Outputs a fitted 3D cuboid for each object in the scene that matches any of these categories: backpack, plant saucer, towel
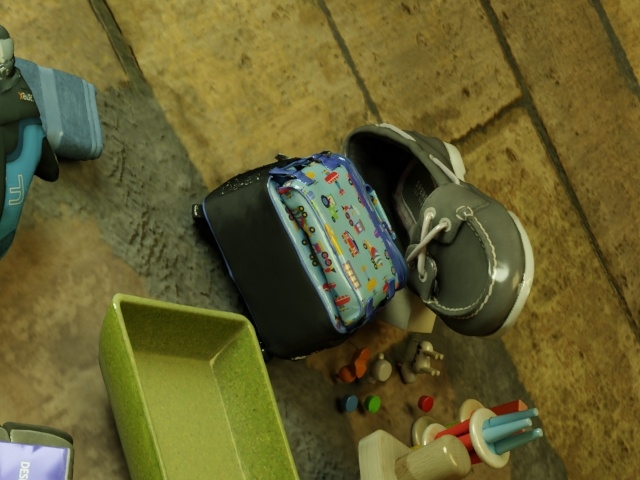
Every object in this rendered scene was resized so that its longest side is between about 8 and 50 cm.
[{"bbox_3d":[0.000,0.000,1.352,0.173,0.117,0.158,-30,96,-60],"label":"backpack"},{"bbox_3d":[-0.088,0.140,1.175,0.188,0.045,0.188,16,53,-61],"label":"plant saucer"},{"bbox_3d":[-0.208,-0.096,1.192,0.119,0.029,0.067,15,58,-51],"label":"towel"}]

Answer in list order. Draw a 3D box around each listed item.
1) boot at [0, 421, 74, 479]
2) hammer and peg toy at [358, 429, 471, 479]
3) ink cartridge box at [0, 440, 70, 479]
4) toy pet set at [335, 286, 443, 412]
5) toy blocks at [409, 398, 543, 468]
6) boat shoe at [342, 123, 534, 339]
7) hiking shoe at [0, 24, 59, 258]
[{"bbox_3d":[-0.154,0.194,1.048,0.246,0.083,0.161,25,45,-47],"label":"boot"},{"bbox_3d":[0.124,0.338,1.256,0.266,0.127,0.361,39,32,-35],"label":"hammer and peg toy"},{"bbox_3d":[-0.241,0.181,0.845,0.208,0.045,0.206,5,56,-6],"label":"ink cartridge box"},{"bbox_3d":[0.051,0.087,1.442,0.122,0.065,0.114,9,98,-50],"label":"toy pet set"},{"bbox_3d":[0.136,0.165,1.410,0.123,0.148,0.054,-22,89,-57],"label":"toy blocks"},{"bbox_3d":[0.088,-0.014,1.408,0.095,0.112,0.335,18,18,-17],"label":"boat shoe"},{"bbox_3d":[-0.245,-0.008,1.012,0.132,0.113,0.304,60,38,-29],"label":"hiking shoe"}]
